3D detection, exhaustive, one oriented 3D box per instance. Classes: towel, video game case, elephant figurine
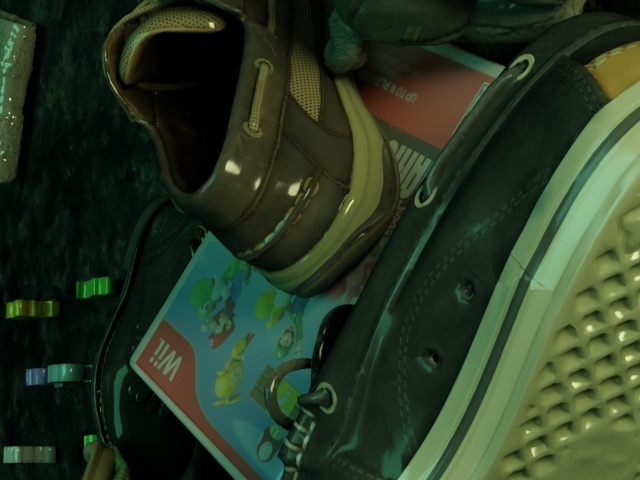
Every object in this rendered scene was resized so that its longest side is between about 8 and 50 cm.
[{"bbox_3d":[-0.399,-0.180,1.726,0.282,0.049,0.187,27,111,58],"label":"towel"},{"bbox_3d":[0.000,0.000,0.900,0.285,0.025,0.204,-59,36,3],"label":"video game case"},{"bbox_3d":[0.084,-0.234,0.802,0.169,0.186,0.239,55,-141,-66],"label":"elephant figurine"}]

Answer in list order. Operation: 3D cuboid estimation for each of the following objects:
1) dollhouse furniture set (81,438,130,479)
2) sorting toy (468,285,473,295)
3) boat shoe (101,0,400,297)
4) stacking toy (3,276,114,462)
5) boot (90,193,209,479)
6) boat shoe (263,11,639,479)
[{"bbox_3d":[-0.099,0.290,1.028,0.301,0.151,0.197,-84,-14,-65],"label":"dollhouse furniture set"},{"bbox_3d":[0.039,0.045,0.933,0.208,0.038,0.193,58,135,53],"label":"sorting toy"},{"bbox_3d":[-0.059,-0.117,0.916,0.132,0.130,0.355,-48,38,17],"label":"boat shoe"},{"bbox_3d":[-0.256,0.131,1.424,0.221,0.052,0.167,-18,71,58],"label":"stacking toy"},{"bbox_3d":[-0.090,0.069,1.082,0.229,0.091,0.263,-179,95,-65],"label":"boot"},{"bbox_3d":[0.069,0.110,0.729,0.500,0.187,0.156,-64,30,25],"label":"boat shoe"}]
